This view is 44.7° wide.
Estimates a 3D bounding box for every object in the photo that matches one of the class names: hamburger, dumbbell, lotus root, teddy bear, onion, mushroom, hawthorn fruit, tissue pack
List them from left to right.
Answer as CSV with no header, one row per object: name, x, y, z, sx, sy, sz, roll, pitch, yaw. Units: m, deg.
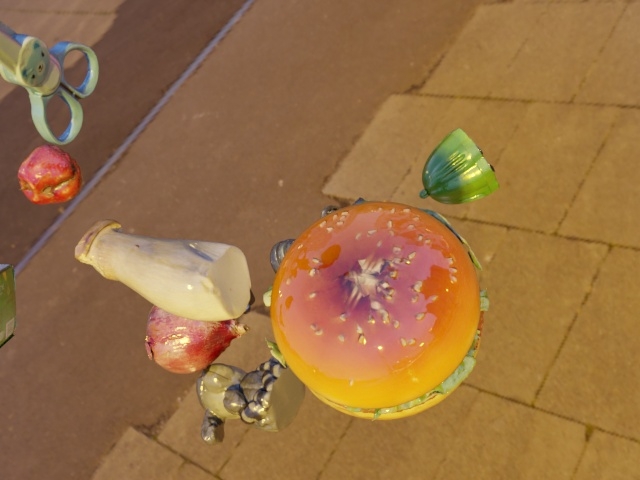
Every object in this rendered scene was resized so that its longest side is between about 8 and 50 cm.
tissue pack,-0.648,0.125,1.387,0.156,0.148,0.209,3,9,-6
hawthorn fruit,-0.392,-0.090,1.122,0.093,0.093,0.093,-19,42,18
mushroom,-0.203,0.041,1.001,0.225,0.093,0.116,8,42,7
onion,-0.229,0.171,1.470,0.195,0.159,0.159,-10,45,11
teddy bear,-0.163,0.307,1.509,0.251,0.144,0.171,-9,47,22
dumbbell,0.000,0.000,1.478,0.254,0.110,0.110,-43,31,36
hamburger,0.053,0.064,0.815,0.246,0.170,0.246,-4,69,11
lotus root,0.305,-0.150,1.838,0.186,0.186,0.186,-19,42,18

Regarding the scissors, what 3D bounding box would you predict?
scissors,-0.320,-0.195,0.849,0.030,0.256,0.125,15,81,14

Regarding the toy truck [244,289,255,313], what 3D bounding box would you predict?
toy truck,-0.246,0.169,1.761,0.202,0.074,0.088,-41,40,-22
